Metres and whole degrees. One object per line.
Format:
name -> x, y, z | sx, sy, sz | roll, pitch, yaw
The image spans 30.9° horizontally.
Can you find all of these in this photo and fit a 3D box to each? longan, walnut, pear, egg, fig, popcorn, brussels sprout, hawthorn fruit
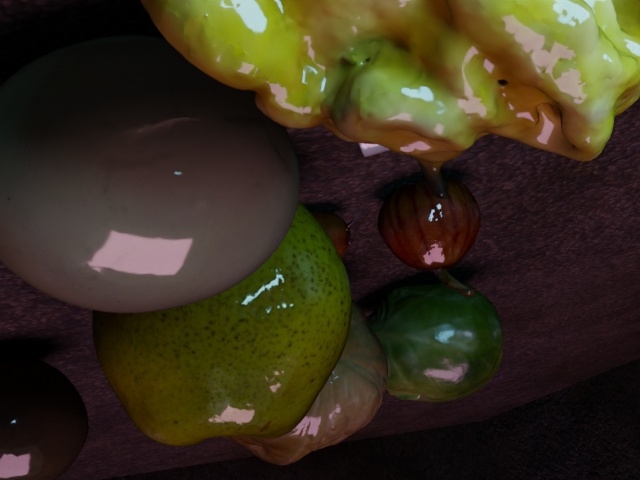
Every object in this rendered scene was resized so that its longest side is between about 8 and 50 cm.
longan -> -0.460, 0.277, 1.707 | 0.248, 0.248, 0.248 | -13, 163, -4
walnut -> -0.049, 0.193, 1.707 | 0.277, 0.252, 0.313 | -20, 171, -21
pear -> -0.107, 0.067, 1.220 | 0.294, 0.294, 0.294 | -13, 163, -4
egg -> -0.144, -0.051, 0.911 | 0.269, 0.219, 0.219 | -6, 162, -37
fig -> 0.145, -0.012, 1.423 | 0.128, 0.150, 0.128 | -43, -172, 7
popcorn -> 0.065, -0.153, 0.664 | 0.316, 0.280, 0.297 | 2, -155, 12
brussels sprout -> 0.181, 0.169, 1.904 | 0.244, 0.244, 0.244 | -13, 163, -4
hawthorn fruit -> 0.000, 0.000, 1.424 | 0.093, 0.081, 0.081 | -10, 163, -21

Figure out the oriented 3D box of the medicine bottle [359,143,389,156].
medicine bottle -> 0.078, -0.120, 1.130 | 0.089, 0.057, 0.057 | -17, 163, 9
